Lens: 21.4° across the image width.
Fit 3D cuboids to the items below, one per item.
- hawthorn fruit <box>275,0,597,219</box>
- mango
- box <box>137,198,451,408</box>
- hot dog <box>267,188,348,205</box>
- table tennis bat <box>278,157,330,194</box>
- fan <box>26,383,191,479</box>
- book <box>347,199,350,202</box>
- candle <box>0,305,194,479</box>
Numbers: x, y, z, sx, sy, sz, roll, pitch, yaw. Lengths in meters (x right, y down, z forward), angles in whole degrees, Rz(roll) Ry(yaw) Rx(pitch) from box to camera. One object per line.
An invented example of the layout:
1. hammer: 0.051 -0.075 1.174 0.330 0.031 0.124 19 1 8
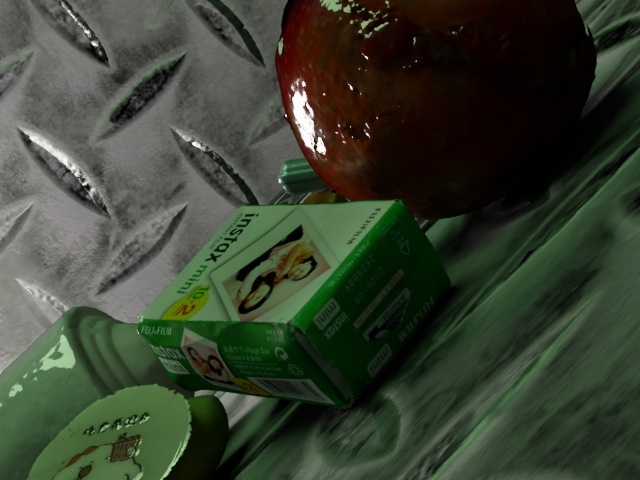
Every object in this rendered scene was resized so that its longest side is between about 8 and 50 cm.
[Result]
1. hawthorn fruit: 0.097 -0.173 1.556 0.316 0.316 0.316 -44 6 6
2. mango: -0.173 0.238 1.570 0.237 0.091 0.137 -45 18 -4
3. box: -0.026 0.053 1.464 0.250 0.103 0.180 0 41 50
4. hot dog: -0.031 0.055 1.743 0.158 0.117 0.349 -16 19 10
5. table tennis bat: 0.073 -0.084 1.847 0.244 0.040 0.153 -8 4 16
6. fan: -0.214 0.245 1.500 0.191 0.009 0.329 -15 36 29
7. book: 0.000 0.000 2.399 0.322 0.018 0.228 -42 7 28
8. candle: -0.253 0.203 1.751 0.342 0.221 0.221 -42 6 13
